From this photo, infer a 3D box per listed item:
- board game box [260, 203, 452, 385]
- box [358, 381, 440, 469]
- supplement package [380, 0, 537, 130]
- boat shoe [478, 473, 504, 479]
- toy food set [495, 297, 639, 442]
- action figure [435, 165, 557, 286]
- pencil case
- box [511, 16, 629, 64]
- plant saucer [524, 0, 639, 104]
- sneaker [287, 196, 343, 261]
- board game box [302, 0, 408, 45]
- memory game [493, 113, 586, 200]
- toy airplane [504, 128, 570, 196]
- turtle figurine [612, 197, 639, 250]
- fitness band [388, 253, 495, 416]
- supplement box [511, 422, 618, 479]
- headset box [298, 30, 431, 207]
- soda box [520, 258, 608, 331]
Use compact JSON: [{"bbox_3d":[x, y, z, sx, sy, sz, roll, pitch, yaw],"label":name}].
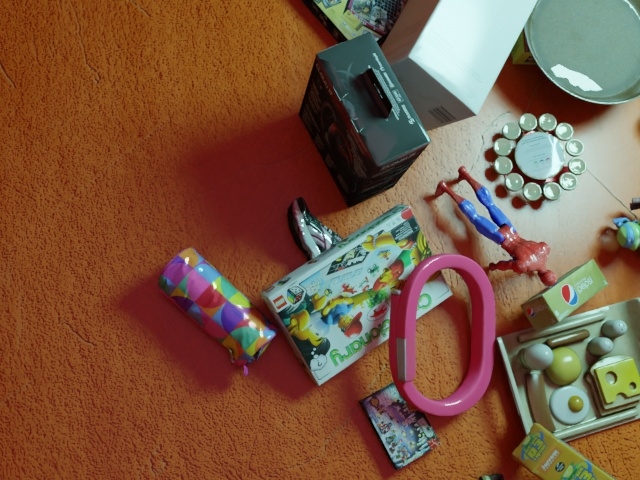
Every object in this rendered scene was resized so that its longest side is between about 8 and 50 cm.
[{"bbox_3d":[0.069,0.094,1.356,0.305,0.053,0.193,-33,108,-13],"label":"board game box"},{"bbox_3d":[0.142,0.327,1.362,0.094,0.027,0.137,-27,83,-14],"label":"box"},{"bbox_3d":[0.248,-0.386,1.436,0.175,0.177,0.292,34,75,-19],"label":"supplement package"},{"bbox_3d":[0.323,0.489,1.338,0.049,0.056,0.152,-13,80,-6],"label":"boat shoe"},{"bbox_3d":[0.490,0.247,1.396,0.306,0.092,0.219,-14,80,-10],"label":"toy food set"},{"bbox_3d":[0.340,-0.003,1.441,0.091,0.139,0.280,-35,63,-11],"label":"action figure"},{"bbox_3d":[-0.180,0.120,1.326,0.236,0.104,0.104,44,76,4],"label":"pencil case"},{"bbox_3d":[0.510,-0.409,1.561,0.232,0.058,0.087,0,79,-8],"label":"box"},{"bbox_3d":[0.544,-0.411,1.511,0.311,0.050,0.310,2,79,-9],"label":"plant saucer"},{"bbox_3d":[0.000,0.000,1.399,0.077,0.072,0.178,-24,94,-18],"label":"sneaker"},{"bbox_3d":[0.057,-0.499,1.523,0.165,0.042,0.243,-39,85,-14],"label":"board game box"},{"bbox_3d":[0.429,-0.164,1.490,0.186,0.012,0.186,0,78,0],"label":"memory game"},{"bbox_3d":[0.441,-0.161,1.512,0.151,0.028,0.151,1,78,-7],"label":"toy airplane"},{"bbox_3d":[0.717,0.021,1.426,0.266,0.274,0.197,-14,116,-11],"label":"turtle figurine"},{"bbox_3d":[0.220,0.168,1.354,0.209,0.054,0.290,3,89,-30],"label":"fitness band"},{"bbox_3d":[0.449,0.415,1.323,0.233,0.080,0.078,35,91,-16],"label":"supplement box"},{"bbox_3d":[0.071,-0.207,1.332,0.110,0.293,0.218,-26,82,-13],"label":"headset box"},{"bbox_3d":[0.454,0.100,1.406,0.181,0.061,0.058,-26,82,-37],"label":"soda box"}]
